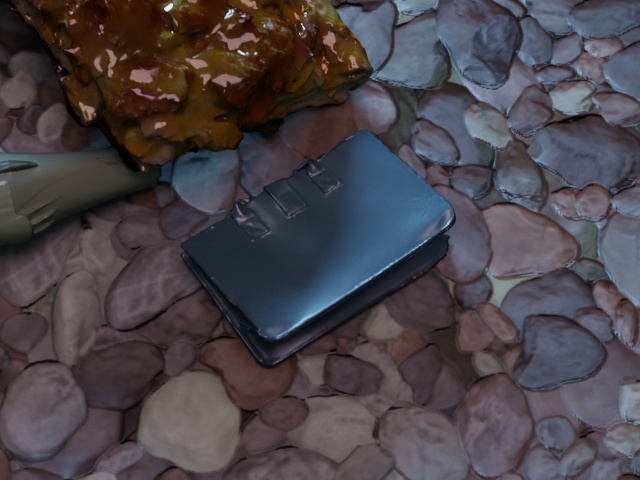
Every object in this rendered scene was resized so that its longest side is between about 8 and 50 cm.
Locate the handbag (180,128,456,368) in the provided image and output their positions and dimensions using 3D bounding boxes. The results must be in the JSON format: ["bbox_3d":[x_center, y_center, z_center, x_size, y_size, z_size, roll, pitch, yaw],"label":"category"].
[{"bbox_3d":[0.000,0.000,1.462,0.221,0.057,0.144,-32,68,-19],"label":"handbag"}]

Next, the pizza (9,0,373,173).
[{"bbox_3d":[-0.138,-0.199,1.454,0.408,0.114,0.278,26,57,-17],"label":"pizza"}]

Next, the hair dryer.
[{"bbox_3d":[-0.254,-0.083,1.473,0.218,0.088,0.225,3,49,-13],"label":"hair dryer"}]
